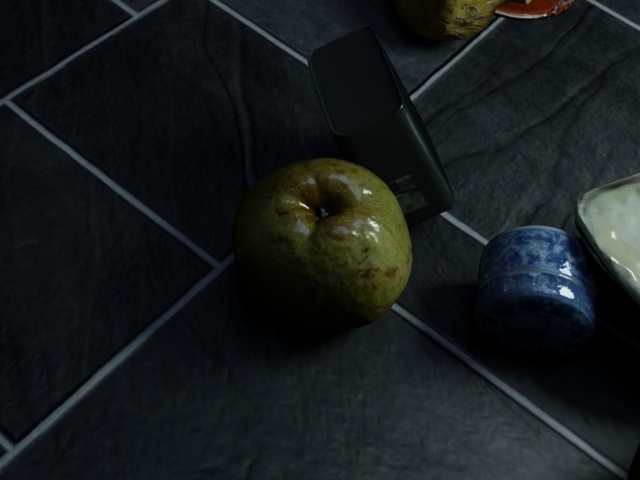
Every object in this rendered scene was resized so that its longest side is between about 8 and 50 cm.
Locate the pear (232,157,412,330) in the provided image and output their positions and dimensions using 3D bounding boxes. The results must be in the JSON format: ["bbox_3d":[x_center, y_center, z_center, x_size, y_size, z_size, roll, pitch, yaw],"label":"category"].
[{"bbox_3d":[0.000,0.000,1.052,0.228,0.211,0.188,24,57,10],"label":"pear"}]

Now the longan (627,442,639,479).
[{"bbox_3d":[0.478,0.293,0.869,0.361,0.361,0.361,4,54,-6],"label":"longan"}]

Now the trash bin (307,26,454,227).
[{"bbox_3d":[0.078,-0.141,1.141,0.115,0.225,0.165,-22,57,9],"label":"trash bin"}]

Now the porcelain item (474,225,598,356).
[{"bbox_3d":[0.265,0.067,1.086,0.147,0.147,0.114,14,56,2],"label":"porcelain item"}]

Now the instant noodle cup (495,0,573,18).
[{"bbox_3d":[0.350,-0.527,1.491,0.250,0.192,0.250,4,55,-5],"label":"instant noodle cup"}]

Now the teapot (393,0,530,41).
[{"bbox_3d":[0.217,-0.428,1.406,0.167,0.203,0.311,-9,33,-29],"label":"teapot"}]

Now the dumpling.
[{"bbox_3d":[0.502,0.033,1.080,0.395,0.233,0.315,7,51,-26],"label":"dumpling"}]
